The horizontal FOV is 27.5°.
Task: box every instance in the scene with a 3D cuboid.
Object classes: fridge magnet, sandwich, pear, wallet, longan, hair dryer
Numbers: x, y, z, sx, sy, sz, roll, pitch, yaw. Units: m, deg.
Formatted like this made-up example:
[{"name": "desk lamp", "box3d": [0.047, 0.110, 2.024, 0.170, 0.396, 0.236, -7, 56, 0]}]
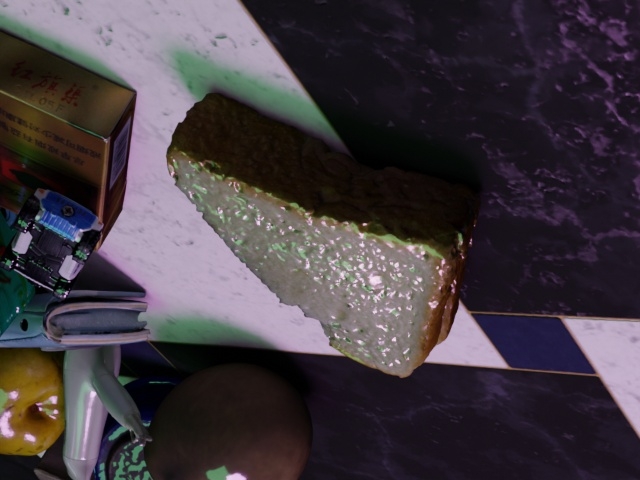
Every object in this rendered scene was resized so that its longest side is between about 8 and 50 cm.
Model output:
[{"name": "fridge magnet", "box3d": [-0.204, 0.314, 1.803, 0.265, 0.112, 0.265, 6, 107, 20]}, {"name": "sandwich", "box3d": [-0.002, 0.004, 1.226, 0.288, 0.099, 0.254, 22, 151, 7]}, {"name": "pear", "box3d": [-0.437, 0.204, 1.837, 0.200, 0.200, 0.200, 20, 151, 11]}, {"name": "wallet", "box3d": [-0.347, 0.102, 1.622, 0.250, 0.075, 0.176, -5, 176, 42]}, {"name": "longan", "box3d": [-0.112, 0.247, 1.625, 0.220, 0.196, 0.196, -28, 122, 38]}, {"name": "hair dryer", "box3d": [-0.272, 0.239, 1.684, 0.075, 0.206, 0.237, 2, -169, -31]}]

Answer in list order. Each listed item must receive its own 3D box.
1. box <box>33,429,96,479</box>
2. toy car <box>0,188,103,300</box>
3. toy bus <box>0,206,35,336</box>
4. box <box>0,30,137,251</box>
[{"name": "box", "box3d": [-0.287, 0.355, 1.994, 0.231, 0.149, 0.155, 18, 151, 15]}, {"name": "toy car", "box3d": [-0.271, 0.001, 1.327, 0.080, 0.070, 0.171, 29, 150, -8]}, {"name": "toy bus", "box3d": [-0.490, 0.029, 1.505, 0.343, 0.199, 0.183, -7, 117, 23]}, {"name": "box", "box3d": [-0.275, -0.095, 1.318, 0.159, 0.071, 0.240, 24, 151, -1]}]
